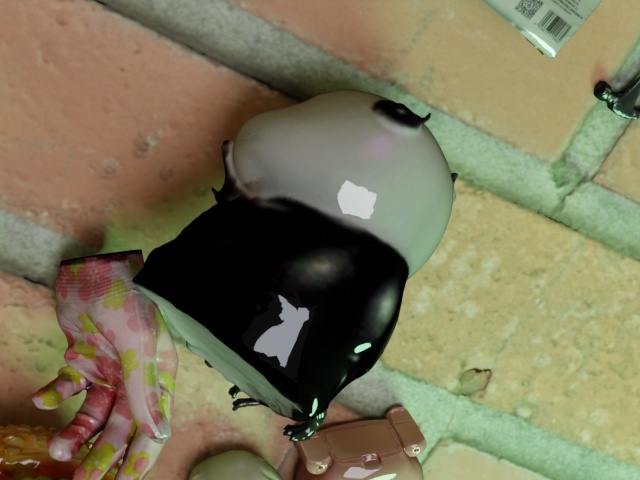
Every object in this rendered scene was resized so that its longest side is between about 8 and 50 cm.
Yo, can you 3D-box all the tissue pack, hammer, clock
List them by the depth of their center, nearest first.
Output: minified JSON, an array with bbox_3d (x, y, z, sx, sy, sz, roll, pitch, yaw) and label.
[{"bbox_3d":[0.194,-0.268,1.818,0.149,0.099,0.106,35,100,-30],"label":"tissue pack"},{"bbox_3d":[0.376,-0.208,1.957,0.078,0.021,0.201,33,104,-30],"label":"hammer"},{"bbox_3d":[0.045,0.281,2.072,0.166,0.092,0.162,-9,123,-14],"label":"clock"}]

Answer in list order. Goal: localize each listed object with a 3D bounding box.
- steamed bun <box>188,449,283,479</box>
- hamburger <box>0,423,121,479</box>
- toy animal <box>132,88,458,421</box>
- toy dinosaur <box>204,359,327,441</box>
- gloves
[{"bbox_3d":[-0.086,0.295,2.031,0.113,0.091,0.130,-12,121,-7],"label":"steamed bun"},{"bbox_3d":[-0.316,0.353,1.896,0.330,0.250,0.330,-7,118,-14],"label":"hamburger"},{"bbox_3d":[0.000,0.000,1.811,0.310,0.251,0.251,-52,123,-13],"label":"toy animal"},{"bbox_3d":[-0.018,0.114,1.962,0.187,0.087,0.179,17,112,-27],"label":"toy dinosaur"},{"bbox_3d":[-0.201,0.134,1.841,0.145,0.126,0.241,-8,92,21],"label":"gloves"}]
